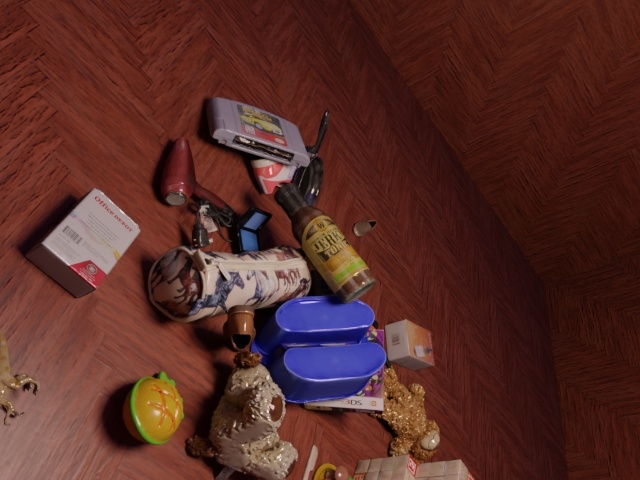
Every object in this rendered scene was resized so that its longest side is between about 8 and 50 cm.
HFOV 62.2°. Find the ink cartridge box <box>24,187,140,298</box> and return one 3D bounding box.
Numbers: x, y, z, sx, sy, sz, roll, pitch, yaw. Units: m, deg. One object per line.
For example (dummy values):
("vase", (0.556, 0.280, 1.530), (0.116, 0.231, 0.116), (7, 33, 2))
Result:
("ink cartridge box", (-0.456, 0.003, 1.035), (0.127, 0.072, 0.175), (49, 37, -24))

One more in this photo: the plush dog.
("plush dog", (-0.160, 0.372, 1.161), (0.225, 0.211, 0.262), (-81, 165, -59))

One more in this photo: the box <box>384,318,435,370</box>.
("box", (0.314, 0.368, 1.859), (0.170, 0.091, 0.130), (29, 48, -42))

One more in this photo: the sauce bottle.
("sauce bottle", (0.000, 0.000, 1.361), (0.344, 0.111, 0.111), (52, 30, 15))

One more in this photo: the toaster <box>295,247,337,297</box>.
("toaster", (-0.031, 0.099, 1.487), (0.110, 0.186, 0.168), (-2, 79, -52))

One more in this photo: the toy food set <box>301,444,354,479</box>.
("toy food set", (0.047, 0.633, 1.341), (0.218, 0.071, 0.128), (55, 35, -16))

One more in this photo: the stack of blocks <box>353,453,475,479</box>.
("stack of blocks", (0.252, 0.659, 1.404), (0.171, 0.297, 0.087), (55, 35, -18))

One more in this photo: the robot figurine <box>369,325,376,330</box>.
("robot figurine", (0.110, 0.332, 1.568), (0.158, 0.128, 0.219), (10, 50, 0))

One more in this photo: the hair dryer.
("hair dryer", (-0.315, -0.117, 1.332), (0.223, 0.080, 0.293), (-31, 101, -73))

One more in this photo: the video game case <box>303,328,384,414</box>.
("video game case", (0.067, 0.348, 1.445), (0.042, 0.210, 0.232), (90, 5, -55))

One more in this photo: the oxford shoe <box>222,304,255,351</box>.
("oxford shoe", (-0.184, 0.219, 1.194), (0.076, 0.212, 0.076), (-1, 61, -7))

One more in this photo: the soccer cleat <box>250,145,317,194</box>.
("soccer cleat", (-0.104, -0.229, 1.661), (0.318, 0.109, 0.116), (-31, 115, -58))

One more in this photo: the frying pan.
("frying pan", (-0.039, -0.220, 1.624), (0.197, 0.053, 0.326), (-56, 156, -43))

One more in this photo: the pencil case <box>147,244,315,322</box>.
("pencil case", (-0.188, 0.091, 1.255), (0.410, 0.184, 0.159), (0, 69, -55))

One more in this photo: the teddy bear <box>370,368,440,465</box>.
("teddy bear", (0.274, 0.560, 1.669), (0.245, 0.113, 0.338), (-31, 95, -54))

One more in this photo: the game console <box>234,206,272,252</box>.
("game console", (-0.171, -0.022, 1.426), (0.071, 0.107, 0.122), (46, 9, 19))

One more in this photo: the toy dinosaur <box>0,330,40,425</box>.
("toy dinosaur", (-0.504, 0.225, 0.848), (0.093, 0.053, 0.183), (30, 47, -40))

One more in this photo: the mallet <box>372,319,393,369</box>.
("mallet", (0.195, 0.358, 1.756), (0.062, 0.039, 0.189), (-30, 99, -56))

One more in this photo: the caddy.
("caddy", (-0.003, 0.278, 1.350), (0.341, 0.179, 0.241), (2, 56, -25))

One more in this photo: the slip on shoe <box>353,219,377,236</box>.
("slip on shoe", (0.166, -0.049, 1.960), (0.135, 0.041, 0.051), (-16, 83, -56))

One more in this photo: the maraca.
("maraca", (-0.313, 0.319, 1.022), (0.186, 0.099, 0.127), (-18, 87, -83))

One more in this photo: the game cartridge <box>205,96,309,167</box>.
("game cartridge", (-0.180, -0.315, 1.527), (0.294, 0.060, 0.196), (13, 34, -30))
